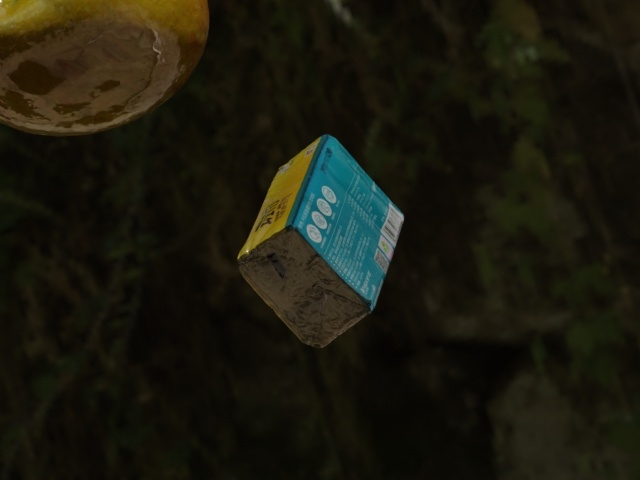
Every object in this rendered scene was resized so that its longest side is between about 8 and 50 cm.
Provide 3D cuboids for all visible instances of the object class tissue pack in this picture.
[{"bbox_3d":[0.000,0.000,1.782,0.082,0.120,0.169,-33,19,29],"label":"tissue pack"}]

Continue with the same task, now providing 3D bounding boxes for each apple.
[{"bbox_3d":[-0.171,-0.155,1.296,0.182,0.182,0.155,-19,-22,16],"label":"apple"}]
